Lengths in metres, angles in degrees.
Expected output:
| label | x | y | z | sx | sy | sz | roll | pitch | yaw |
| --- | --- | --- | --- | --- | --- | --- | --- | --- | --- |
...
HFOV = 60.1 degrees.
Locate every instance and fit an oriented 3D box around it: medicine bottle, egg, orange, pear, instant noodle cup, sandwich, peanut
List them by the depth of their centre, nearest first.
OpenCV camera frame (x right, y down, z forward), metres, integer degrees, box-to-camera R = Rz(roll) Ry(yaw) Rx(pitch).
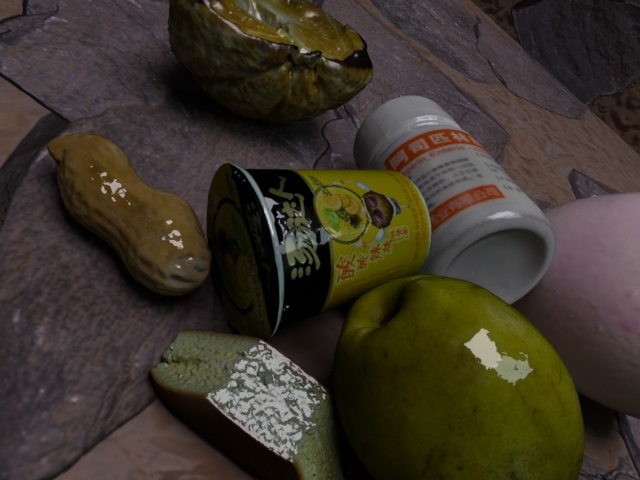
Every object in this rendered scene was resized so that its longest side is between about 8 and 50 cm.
| label | x | y | z | sx | sy | sz | roll | pitch | yaw |
| --- | --- | --- | --- | --- | --- | --- | --- | --- | --- |
| sandwich | -0.064 | 0.183 | 0.587 | 0.258 | 0.096 | 0.094 | 36 | 44 | 3 |
| pear | 0.150 | 0.184 | 0.619 | 0.307 | 0.253 | 0.253 | 59 | 35 | -17 |
| peanut | -0.233 | -0.036 | 0.673 | 0.263 | 0.101 | 0.117 | 40 | 13 | 8 |
| instant noodle cup | 0.000 | 0.000 | 0.684 | 0.236 | 0.215 | 0.215 | -10 | 57 | -28 |
| egg | 0.463 | 0.078 | 0.904 | 0.340 | 0.354 | 0.354 | 24 | 36 | 14 |
| medicine bottle | 0.198 | -0.071 | 0.912 | 0.211 | 0.211 | 0.371 | 13 | 35 | -28 |
| orange | -0.098 | -0.324 | 0.975 | 0.369 | 0.210 | 0.270 | 3 | 47 | -33 |

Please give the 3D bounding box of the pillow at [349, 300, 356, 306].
| label | x | y | z | sx | sy | sz | roll | pitch | yaw |
| --- | --- | --- | --- | --- | --- | --- | --- | --- | --- |
| pillow | 0.076 | 0.051 | 0.836 | 0.144 | 0.078 | 0.254 | -9 | 57 | -54 |
